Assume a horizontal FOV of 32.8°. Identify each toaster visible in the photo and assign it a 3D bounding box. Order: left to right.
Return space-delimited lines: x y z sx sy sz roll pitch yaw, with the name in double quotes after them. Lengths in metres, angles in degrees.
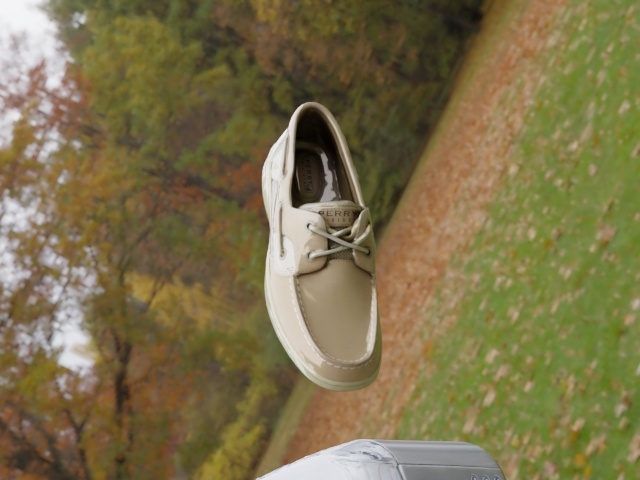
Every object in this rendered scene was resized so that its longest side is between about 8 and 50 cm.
0.011 0.207 0.687 0.227 0.146 0.129 -29 60 26 "toaster"

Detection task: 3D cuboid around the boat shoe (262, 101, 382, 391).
0.000 0.000 1.200 0.110 0.121 0.341 113 149 -52 "boat shoe"
